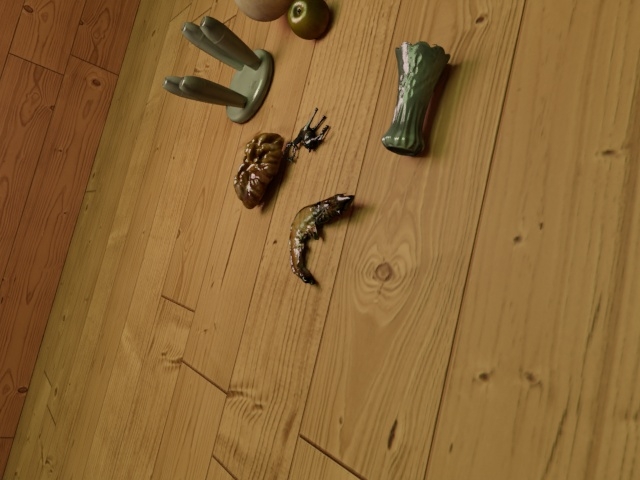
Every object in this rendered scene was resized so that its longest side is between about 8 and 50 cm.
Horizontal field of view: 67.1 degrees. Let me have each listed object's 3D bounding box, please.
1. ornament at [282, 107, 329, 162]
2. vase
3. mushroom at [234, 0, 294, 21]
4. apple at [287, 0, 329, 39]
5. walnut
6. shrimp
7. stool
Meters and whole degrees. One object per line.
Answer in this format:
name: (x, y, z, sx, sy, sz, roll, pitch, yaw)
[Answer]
ornament: (-0.032, -0.195, 0.950, 0.125, 0.028, 0.073, -41, 46, 32)
vase: (0.133, -0.200, 0.701, 0.081, 0.081, 0.148, 13, 91, 54)
mushroom: (-0.106, -0.613, 1.084, 0.255, 0.184, 0.254, -19, 64, 46)
apple: (-0.023, -0.468, 1.011, 0.090, 0.074, 0.089, -1, 88, 35)
walnut: (-0.138, -0.155, 1.030, 0.170, 0.069, 0.143, -65, 23, 9)
shrimp: (-0.003, -0.001, 0.822, 0.195, 0.035, 0.147, -23, 56, 54)
stool: (-0.247, -0.408, 1.174, 0.195, 0.199, 0.195, 27, 100, 52)
